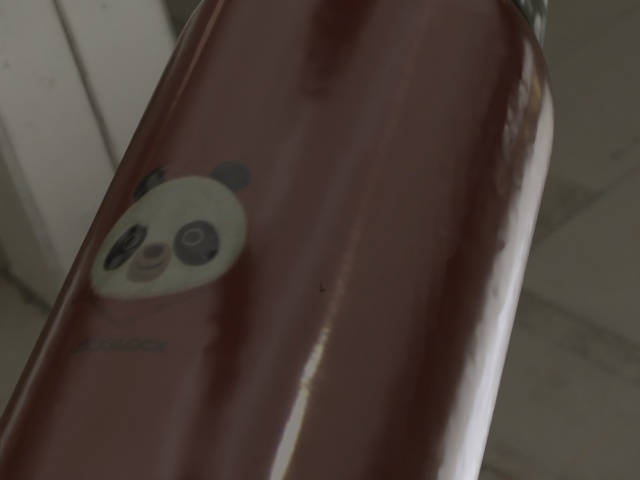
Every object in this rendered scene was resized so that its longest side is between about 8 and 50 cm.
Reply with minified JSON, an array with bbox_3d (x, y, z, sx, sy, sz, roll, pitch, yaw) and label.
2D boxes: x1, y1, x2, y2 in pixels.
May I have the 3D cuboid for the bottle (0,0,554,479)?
[{"bbox_3d":[0.000,0.000,0.494,0.144,0.144,0.336,3,-127,24],"label":"bottle"}]
